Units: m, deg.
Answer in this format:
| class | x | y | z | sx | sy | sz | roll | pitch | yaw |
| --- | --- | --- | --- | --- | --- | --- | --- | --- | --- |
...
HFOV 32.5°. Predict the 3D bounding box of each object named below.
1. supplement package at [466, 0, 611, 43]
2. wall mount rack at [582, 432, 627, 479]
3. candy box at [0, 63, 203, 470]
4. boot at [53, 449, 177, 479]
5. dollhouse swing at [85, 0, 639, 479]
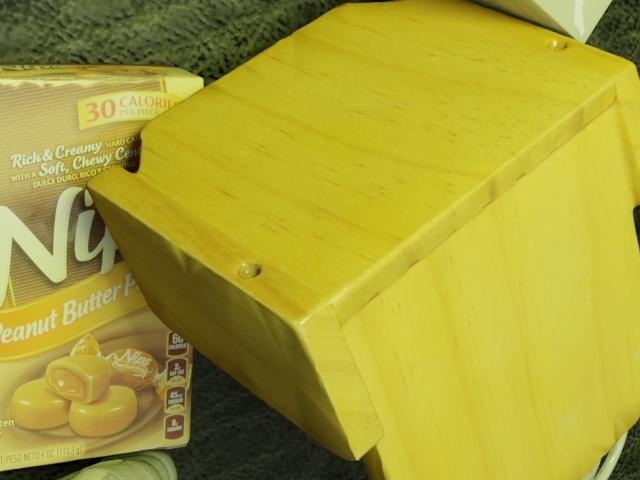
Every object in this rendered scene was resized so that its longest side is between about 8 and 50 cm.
| class | x | y | z | sx | sy | sz | roll | pitch | yaw |
| --- | --- | --- | --- | --- | --- | --- | --- | --- | --- |
| supplement package | 0.129 | -0.281 | 0.889 | 0.194 | 0.203 | 0.149 | 33 | 89 | -31 |
| wall mount rack | 0.175 | 0.230 | 1.080 | 0.350 | 0.130 | 0.304 | 16 | 95 | -56 |
| candy box | -0.198 | 0.019 | 0.887 | 0.183 | 0.087 | 0.316 | -4 | 108 | -27 |
| boot | -0.236 | 0.262 | 0.941 | 0.258 | 0.123 | 0.095 | -29 | 84 | 18 |
| dollhouse swing | 0.068 | 0.034 | 0.873 | 0.347 | 0.315 | 0.305 | -38 | 139 | -27 |
